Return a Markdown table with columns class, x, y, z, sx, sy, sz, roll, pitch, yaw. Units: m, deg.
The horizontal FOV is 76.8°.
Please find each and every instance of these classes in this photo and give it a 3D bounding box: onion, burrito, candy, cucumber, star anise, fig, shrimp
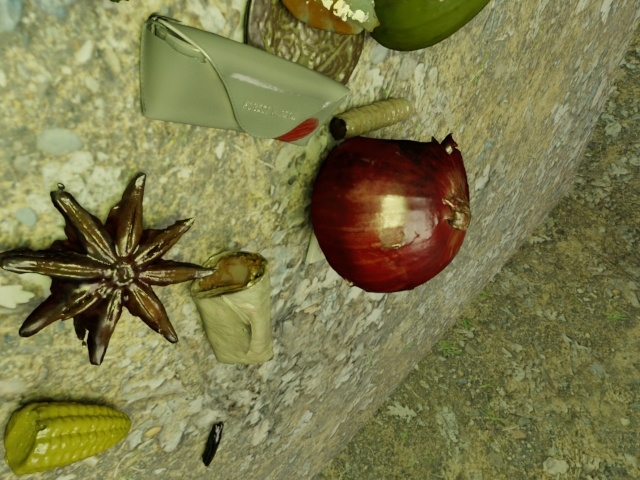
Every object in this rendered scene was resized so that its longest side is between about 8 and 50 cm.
| class | x | y | z | sx | sy | sz | roll | pitch | yaw |
| --- | --- | --- | --- | --- | --- | --- | --- | --- | --- |
| onion | 0.131 | -0.051 | 0.800 | 0.341 | 0.341 | 0.342 | -32 | 141 | -30 |
| burrito | -0.159 | 0.134 | 0.776 | 0.300 | 0.143 | 0.105 | 93 | 13 | -46 |
| candy | -0.402 | 0.319 | 0.671 | 0.106 | 0.094 | 0.199 | -30 | 152 | 13 |
| cucumber | -0.286 | 0.543 | 1.075 | 0.033 | 0.034 | 0.135 | 1 | 118 | -46 |
| star anise | -0.286 | 0.040 | 0.565 | 0.271 | 0.102 | 0.273 | -7 | 100 | -40 |
| fig | 0.178 | -0.404 | 0.621 | 0.203 | 0.224 | 0.203 | -32 | 127 | -58 |
| shrimp | 0.021 | -0.359 | 0.517 | 0.160 | 0.049 | 0.166 | 10 | 126 | -14 |

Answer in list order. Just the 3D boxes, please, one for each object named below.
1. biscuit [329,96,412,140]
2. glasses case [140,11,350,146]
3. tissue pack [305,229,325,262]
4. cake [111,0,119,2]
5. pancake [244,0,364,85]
| class | x | y | z | sx | sy | sz | roll | pitch | yaw |
| --- | --- | --- | --- | --- | --- | --- | --- | --- | --- |
| biscuit | 0.103 | -0.248 | 0.817 | 0.219 | 0.061 | 0.055 | -26 | 97 | -34 |
| glasses case | -0.090 | -0.197 | 0.565 | 0.307 | 0.083 | 0.128 | 0 | 131 | -41 |
| tissue pack | 0.000 | 0.000 | 0.943 | 0.056 | 0.023 | 0.108 | -17 | 132 | -43 |
| cake | -0.188 | -0.246 | 0.306 | 0.235 | 0.098 | 0.100 | -62 | 154 | -63 |
| pancake | -0.016 | -0.323 | 0.619 | 0.249 | 0.031 | 0.250 | -29 | 137 | -31 |
